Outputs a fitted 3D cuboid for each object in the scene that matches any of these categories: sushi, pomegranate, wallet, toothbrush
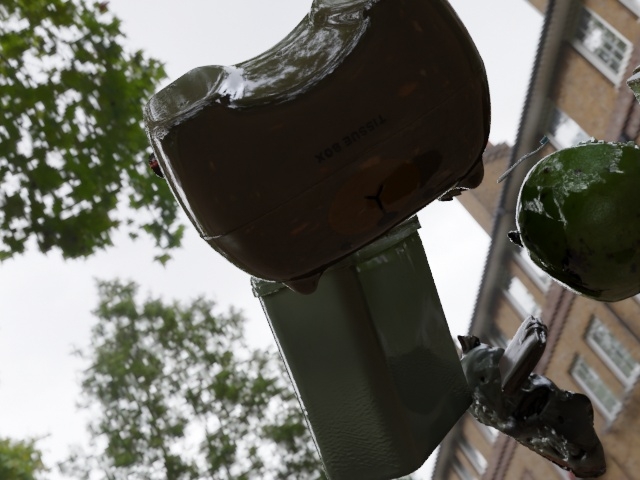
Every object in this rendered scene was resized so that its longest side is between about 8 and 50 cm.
[{"bbox_3d":[0.365,0.292,1.677,0.124,0.332,0.130,-50,-25,-28],"label":"sushi"},{"bbox_3d":[0.461,-0.038,1.451,0.340,0.260,0.260,-10,-17,35],"label":"pomegranate"},{"bbox_3d":[0.336,0.188,1.571,0.118,0.039,0.153,-61,-3,17],"label":"wallet"},{"bbox_3d":[0.369,-0.145,1.730,0.131,0.013,0.011,-45,-2,35],"label":"toothbrush"}]

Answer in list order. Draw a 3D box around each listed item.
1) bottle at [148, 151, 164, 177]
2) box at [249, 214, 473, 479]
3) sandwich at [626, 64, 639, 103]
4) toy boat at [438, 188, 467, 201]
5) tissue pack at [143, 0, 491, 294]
[{"bbox_3d":[-0.254,-0.181,1.837,0.164,0.060,0.060,-29,-29,21],"label":"bottle"},{"bbox_3d":[0.080,0.160,1.494,0.177,0.344,0.352,-18,3,26],"label":"box"},{"bbox_3d":[0.586,-0.243,1.558,0.128,0.122,0.235,-26,6,33],"label":"sandwich"},{"bbox_3d":[0.215,-0.102,1.620,0.064,0.072,0.206,-5,3,38],"label":"toy boat"},{"bbox_3d":[0.005,-0.130,1.143,0.387,0.267,0.277,-32,-64,-4],"label":"tissue pack"}]
